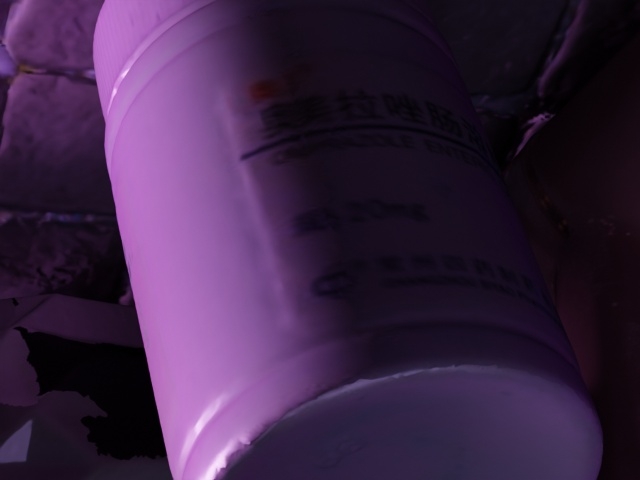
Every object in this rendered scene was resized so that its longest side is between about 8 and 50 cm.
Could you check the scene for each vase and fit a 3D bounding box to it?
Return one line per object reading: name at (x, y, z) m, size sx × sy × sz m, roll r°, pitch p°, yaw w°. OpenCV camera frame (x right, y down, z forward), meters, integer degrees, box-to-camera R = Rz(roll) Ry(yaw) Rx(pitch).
vase at (-0.015, 0.109, 0.918) m, size 0.360 × 0.165 × 0.165 m, roll 2°, pitch 136°, yaw -27°

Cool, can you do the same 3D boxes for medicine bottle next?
medicine bottle at (0.000, 0.000, 0.713) m, size 0.152 × 0.254 × 0.152 m, roll -9°, pitch 139°, yaw -8°

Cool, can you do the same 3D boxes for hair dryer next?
hair dryer at (0.135, 0.046, 0.757) m, size 0.106 × 0.344 × 0.189 m, roll 34°, pitch 121°, yaw -16°
